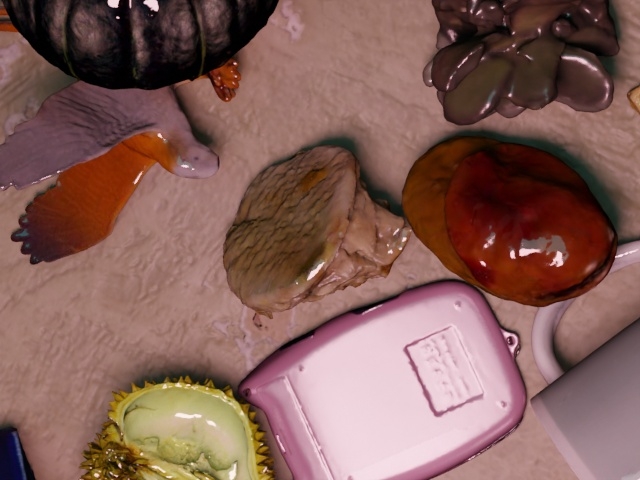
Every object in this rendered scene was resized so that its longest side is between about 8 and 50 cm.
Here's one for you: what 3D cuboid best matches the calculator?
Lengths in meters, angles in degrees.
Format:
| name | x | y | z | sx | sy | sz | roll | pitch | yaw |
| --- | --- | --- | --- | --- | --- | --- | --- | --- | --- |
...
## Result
| name | x | y | z | sx | sy | sz | roll | pitch | yaw |
| --- | --- | --- | --- | --- | --- | --- | --- | --- | --- |
| calculator | 0.071 | 0.161 | 1.748 | 0.294 | 0.043 | 0.194 | -25 | 86 | 7 |

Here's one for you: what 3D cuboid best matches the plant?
| name | x | y | z | sx | sy | sz | roll | pitch | yaw |
| --- | --- | --- | --- | --- | --- | --- | --- | --- | --- |
| plant | 0.193 | -0.249 | 1.652 | 0.199 | 0.188 | 0.276 | 1 | 90 | 10 |

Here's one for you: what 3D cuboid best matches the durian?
| name | x | y | z | sx | sy | sz | roll | pitch | yaw |
| --- | --- | --- | --- | --- | --- | --- | --- | --- | --- |
| durian | -0.139 | 0.262 | 1.706 | 0.237 | 0.200 | 0.176 | 58 | 134 | 22 |

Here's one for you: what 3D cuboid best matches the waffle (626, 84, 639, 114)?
| name | x | y | z | sx | sy | sz | roll | pitch | yaw |
| --- | --- | --- | --- | --- | --- | --- | --- | --- | --- |
| waffle | 0.384 | -0.108 | 1.705 | 0.097 | 0.023 | 0.152 | -28 | 85 | 9 |

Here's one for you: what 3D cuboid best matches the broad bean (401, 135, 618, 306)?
| name | x | y | z | sx | sy | sz | roll | pitch | yaw |
| --- | --- | --- | --- | --- | --- | --- | --- | --- | --- |
| broad bean | 0.184 | -0.025 | 1.675 | 0.228 | 0.122 | 0.156 | 36 | 87 | 23 |

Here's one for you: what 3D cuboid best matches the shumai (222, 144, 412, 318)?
| name | x | y | z | sx | sy | sz | roll | pitch | yaw |
| --- | --- | --- | --- | --- | --- | --- | --- | --- | --- |
| shumai | 0.000 | 0.000 | 1.727 | 0.120 | 0.201 | 0.201 | 37 | 98 | -34 |

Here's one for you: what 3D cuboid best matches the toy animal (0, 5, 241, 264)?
| name | x | y | z | sx | sy | sz | roll | pitch | yaw |
| --- | --- | --- | --- | --- | --- | --- | --- | --- | --- |
| toy animal | -0.237 | -0.157 | 1.780 | 0.302 | 0.225 | 0.284 | -18 | 67 | -4 |

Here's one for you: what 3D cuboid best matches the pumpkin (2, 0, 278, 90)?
| name | x | y | z | sx | sy | sz | roll | pitch | yaw |
| --- | --- | --- | --- | --- | --- | --- | --- | --- | --- |
| pumpkin | -0.174 | -0.302 | 1.652 | 0.296 | 0.296 | 0.295 | 0 | 90 | 9 |

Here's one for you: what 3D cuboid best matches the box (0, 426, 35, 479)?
| name | x | y | z | sx | sy | sz | roll | pitch | yaw |
| --- | --- | --- | --- | --- | --- | --- | --- | --- | --- |
| box | -0.409 | 0.331 | 1.677 | 0.279 | 0.261 | 0.116 | -17 | 118 | -9 |

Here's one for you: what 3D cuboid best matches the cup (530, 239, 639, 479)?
| name | x | y | z | sx | sy | sz | roll | pitch | yaw |
| --- | --- | --- | --- | --- | --- | --- | --- | --- | --- |
| cup | 0.361 | 0.137 | 1.620 | 0.274 | 0.259 | 0.356 | -37 | 54 | 7 |
